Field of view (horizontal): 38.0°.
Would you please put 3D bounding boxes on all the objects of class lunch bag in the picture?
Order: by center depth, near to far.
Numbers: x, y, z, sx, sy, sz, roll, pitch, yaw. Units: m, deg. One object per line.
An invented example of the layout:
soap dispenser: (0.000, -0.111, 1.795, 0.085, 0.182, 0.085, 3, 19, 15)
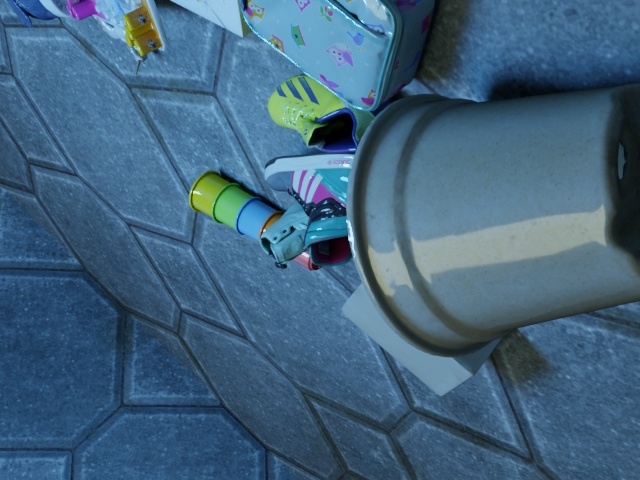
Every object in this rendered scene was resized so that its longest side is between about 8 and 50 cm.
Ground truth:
lunch bag: (0.010, -0.320, 1.220, 0.279, 0.108, 0.224, 40, 154, 15)

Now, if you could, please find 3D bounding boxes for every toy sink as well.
toy sink: (0.177, 0.127, 1.574, 0.234, 0.131, 0.153, 39, 154, 5)

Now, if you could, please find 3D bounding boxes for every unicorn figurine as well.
unicorn figurine: (-0.375, -0.400, 1.768, 0.162, 0.060, 0.111, 44, 160, 47)

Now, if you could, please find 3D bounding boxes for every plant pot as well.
plant pot: (0.253, -0.039, 1.058, 0.305, 0.334, 0.334, -11, 119, 48)

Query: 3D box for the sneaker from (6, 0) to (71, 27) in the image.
sneaker: (-0.601, -0.566, 1.780, 0.236, 0.130, 0.323, 16, 146, 41)

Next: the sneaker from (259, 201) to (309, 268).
sneaker: (0.000, 0.000, 1.640, 0.256, 0.151, 0.094, 7, 132, 51)

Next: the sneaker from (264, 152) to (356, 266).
sneaker: (0.001, -0.047, 1.538, 0.295, 0.123, 0.179, 2, 86, 55)

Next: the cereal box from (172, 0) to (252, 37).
cereal box: (-0.193, -0.416, 1.356, 0.240, 0.047, 0.173, 32, 149, 30)

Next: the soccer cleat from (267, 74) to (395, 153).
soccer cleat: (-0.004, -0.188, 1.412, 0.289, 0.121, 0.093, 15, 140, 48)

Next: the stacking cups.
stacking cups: (-0.124, -0.034, 1.843, 0.316, 0.096, 0.096, 31, 150, 31)

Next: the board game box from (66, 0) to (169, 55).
board game box: (-0.402, -0.516, 1.509, 0.390, 0.050, 0.390, 34, 148, 51)
